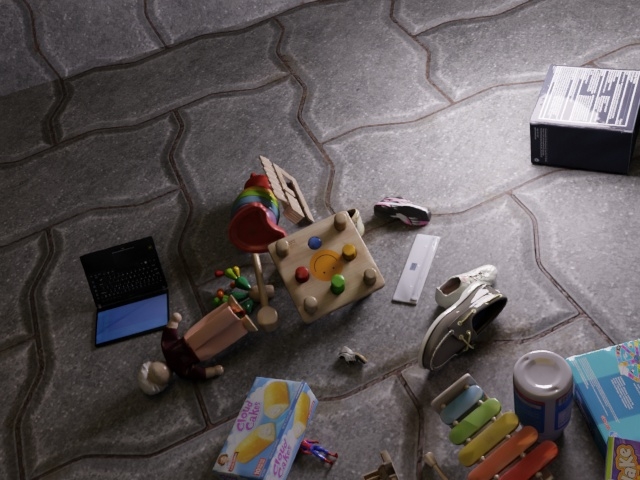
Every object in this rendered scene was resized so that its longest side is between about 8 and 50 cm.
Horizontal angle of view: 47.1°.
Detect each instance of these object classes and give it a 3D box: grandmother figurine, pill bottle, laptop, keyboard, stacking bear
[{"bbox_3d":[-0.348,0.288,1.978,0.342,0.104,0.208,-38,72,-5],"label":"grandmother figurine"},{"bbox_3d":[0.488,0.352,1.612,0.124,0.222,0.124,-8,45,8],"label":"pill bottle"},{"bbox_3d":[-0.586,0.150,2.188,0.234,0.265,0.136,-15,8,1],"label":"laptop"},{"bbox_3d":[0.275,0.077,2.094,0.072,0.014,0.256,4,48,27],"label":"keyboard"},{"bbox_3d":[-0.196,-0.105,2.314,0.164,0.175,0.289,-27,31,21],"label":"stacking bear"}]

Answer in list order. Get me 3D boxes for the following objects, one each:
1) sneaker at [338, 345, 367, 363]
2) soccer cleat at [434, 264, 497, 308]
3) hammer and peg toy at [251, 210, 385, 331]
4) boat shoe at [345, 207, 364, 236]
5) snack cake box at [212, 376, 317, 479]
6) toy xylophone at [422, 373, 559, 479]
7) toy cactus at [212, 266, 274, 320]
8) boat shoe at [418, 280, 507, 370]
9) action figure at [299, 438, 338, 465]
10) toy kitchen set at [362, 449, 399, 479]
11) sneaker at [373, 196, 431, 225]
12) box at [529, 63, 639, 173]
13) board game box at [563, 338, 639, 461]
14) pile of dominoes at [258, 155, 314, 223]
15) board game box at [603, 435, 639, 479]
[{"bbox_3d":[0.084,0.309,1.915,0.083,0.032,0.037,21,69,38],"label":"sneaker"},{"bbox_3d":[0.395,0.115,1.973,0.196,0.076,0.068,-29,46,-12],"label":"soccer cleat"},{"bbox_3d":[-0.037,0.087,2.033,0.361,0.127,0.266,-24,70,-8],"label":"hammer and peg toy"},{"bbox_3d":[0.000,0.000,2.193,0.285,0.089,0.104,-34,48,-16],"label":"boat shoe"},{"bbox_3d":[-0.129,0.466,1.763,0.152,0.089,0.264,1,46,29],"label":"snack cake box"},{"bbox_3d":[0.356,0.464,1.597,0.236,0.081,0.322,-46,47,-2],"label":"toy xylophone"},{"bbox_3d":[-0.225,0.151,2.118,0.180,0.112,0.219,-10,36,-6],"label":"toy cactus"},{"bbox_3d":[0.361,0.222,1.857,0.091,0.109,0.305,22,53,38],"label":"boat shoe"},{"bbox_3d":[-0.015,0.500,1.757,0.115,0.030,0.038,15,56,31],"label":"action figure"},{"bbox_3d":[0.134,0.529,1.642,0.075,0.083,0.068,-21,44,-4],"label":"toy kitchen set"},{"bbox_3d":[0.256,-0.103,2.235,0.178,0.072,0.077,15,42,21],"label":"sneaker"},{"bbox_3d":[0.821,-0.376,2.247,0.293,0.183,0.296,10,52,26],"label":"box"},{"bbox_3d":[0.754,0.343,1.643,0.335,0.079,0.254,-15,45,2],"label":"board game box"},{"bbox_3d":[-0.122,-0.157,2.330,0.040,0.196,0.251,-41,42,16],"label":"pile of dominoes"},{"bbox_3d":[0.656,0.572,1.396,0.233,0.078,0.347,5,62,21],"label":"board game box"}]
